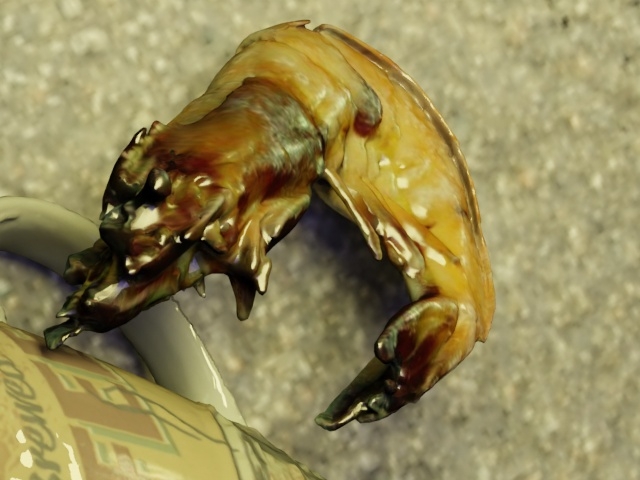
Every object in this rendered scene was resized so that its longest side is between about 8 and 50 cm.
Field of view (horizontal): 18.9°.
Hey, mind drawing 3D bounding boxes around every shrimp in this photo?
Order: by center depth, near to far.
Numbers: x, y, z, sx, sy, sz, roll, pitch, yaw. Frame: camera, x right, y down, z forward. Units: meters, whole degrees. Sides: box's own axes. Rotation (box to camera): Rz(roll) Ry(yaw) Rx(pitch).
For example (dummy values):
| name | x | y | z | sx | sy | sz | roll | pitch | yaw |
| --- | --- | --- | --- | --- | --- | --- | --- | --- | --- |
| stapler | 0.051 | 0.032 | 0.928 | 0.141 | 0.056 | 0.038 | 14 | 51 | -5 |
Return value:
| name | x | y | z | sx | sy | sz | roll | pitch | yaw |
| --- | --- | --- | --- | --- | --- | --- | --- | --- | --- |
| shrimp | -0.005 | 0.005 | 0.852 | 0.178 | 0.289 | 0.075 | 44 | 119 | -3 |

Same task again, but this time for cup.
| name | x | y | z | sx | sy | sz | roll | pitch | yaw |
| --- | --- | --- | --- | --- | --- | --- | --- | --- | --- |
| cup | -0.099 | 0.127 | 0.829 | 0.257 | 0.227 | 0.301 | 19 | 52 | -30 |
